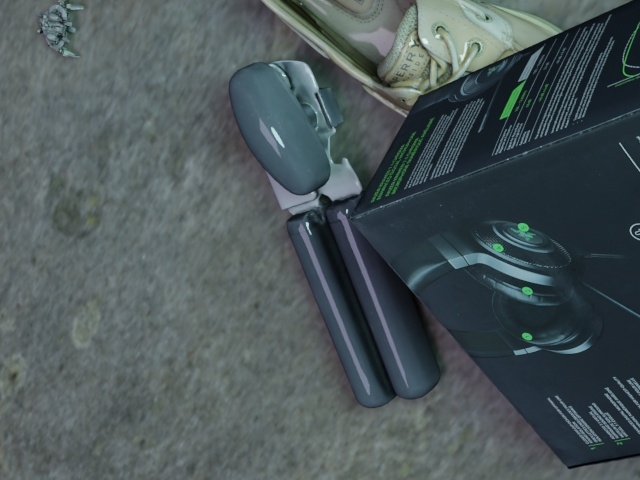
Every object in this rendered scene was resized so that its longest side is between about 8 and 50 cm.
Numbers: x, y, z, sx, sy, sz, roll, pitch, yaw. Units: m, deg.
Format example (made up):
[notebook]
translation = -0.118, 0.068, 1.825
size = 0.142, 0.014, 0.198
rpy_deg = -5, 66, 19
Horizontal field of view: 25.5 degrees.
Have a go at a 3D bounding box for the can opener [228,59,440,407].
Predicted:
[can opener]
translation = 0.000, 0.000, 1.067
size = 0.076, 0.095, 0.283
rpy_deg = -18, 97, 35

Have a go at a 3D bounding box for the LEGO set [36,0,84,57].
[LEGO set]
translation = -0.227, -0.190, 1.181
size = 0.083, 0.023, 0.054
rpy_deg = 51, 125, 6

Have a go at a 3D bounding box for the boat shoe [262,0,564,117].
[boat shoe]
translation = 0.077, -0.125, 0.974
size = 0.302, 0.098, 0.109
rpy_deg = 37, 122, 15

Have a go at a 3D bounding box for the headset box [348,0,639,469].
[headset box]
translation = 0.195, -0.001, 0.858
size = 0.283, 0.131, 0.246
rpy_deg = -22, 119, 44
